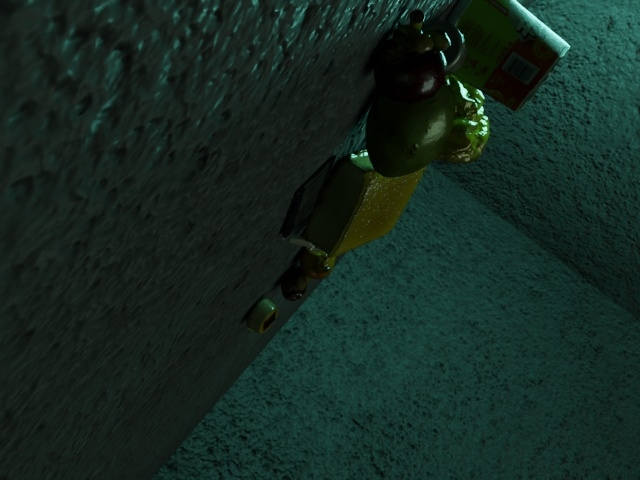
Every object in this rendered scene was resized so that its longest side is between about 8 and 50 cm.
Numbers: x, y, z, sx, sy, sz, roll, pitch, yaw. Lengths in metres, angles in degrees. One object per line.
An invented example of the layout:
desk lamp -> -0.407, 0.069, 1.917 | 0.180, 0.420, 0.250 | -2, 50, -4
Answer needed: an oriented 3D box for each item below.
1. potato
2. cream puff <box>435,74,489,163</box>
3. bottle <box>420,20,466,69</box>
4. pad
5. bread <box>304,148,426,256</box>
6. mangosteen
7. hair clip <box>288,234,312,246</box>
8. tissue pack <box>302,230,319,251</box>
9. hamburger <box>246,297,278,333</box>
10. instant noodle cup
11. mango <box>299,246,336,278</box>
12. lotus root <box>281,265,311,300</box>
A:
potato -> 0.221, -0.289, 1.552 | 0.216, 0.216, 0.304 | -49, 170, -26
cream puff -> 0.427, -0.422, 2.061 | 0.324, 0.291, 0.257 | -20, 130, -41
bottle -> 0.306, -0.475, 1.546 | 0.120, 0.120, 0.253 | -54, 174, 17
pad -> -0.030, -0.112, 1.613 | 0.174, 0.022, 0.233 | -47, 171, -31
bread -> 0.138, -0.127, 1.844 | 0.333, 0.143, 0.323 | -20, 144, -48
mangosteen -> 0.179, -0.375, 1.258 | 0.156, 0.181, 0.146 | -30, -153, -27
hair clip -> 0.000, 0.000, 1.904 | 0.226, 0.072, 0.034 | -8, 130, -44
tissue pack -> 0.063, -0.108, 2.033 | 0.325, 0.071, 0.170 | -52, 171, 7
hamburger -> -0.208, 0.264, 2.155 | 0.126, 0.081, 0.141 | -52, 162, -20
instant noodle cup -> 0.501, -0.535, 1.724 | 0.294, 0.308, 0.294 | -51, 174, -8
mango -> -0.005, 0.064, 2.279 | 0.252, 0.126, 0.153 | -54, 166, -79
lotus root -> -0.093, 0.158, 2.319 | 0.110, 0.097, 0.258 | -50, -178, 14
